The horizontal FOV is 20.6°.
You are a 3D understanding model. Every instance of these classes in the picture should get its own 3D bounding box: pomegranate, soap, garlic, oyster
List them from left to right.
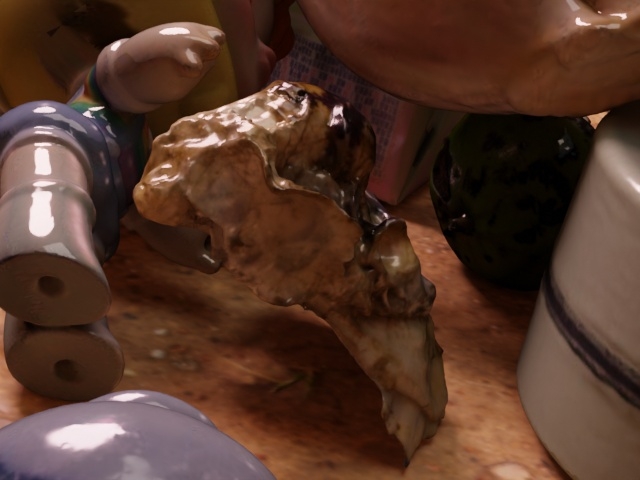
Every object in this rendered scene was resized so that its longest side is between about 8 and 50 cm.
[{"bbox_3d":[0.004,0.003,0.862,0.161,0.107,0.233,41,-3,42],"label":"oyster"},{"bbox_3d":[0.012,-0.148,1.184,0.199,0.182,0.138,21,23,15],"label":"soap"},{"bbox_3d":[0.076,-0.241,0.959,0.231,0.340,0.246,-11,16,7],"label":"garlic"},{"bbox_3d":[0.136,-0.035,1.083,0.122,0.122,0.161,28,36,27],"label":"pomegranate"}]

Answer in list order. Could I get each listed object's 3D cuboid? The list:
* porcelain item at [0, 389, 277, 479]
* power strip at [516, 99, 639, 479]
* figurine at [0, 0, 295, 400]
[{"bbox_3d":[-0.073,0.148,0.566,0.141,0.141,0.259,12,32,-6],"label":"porcelain item"},{"bbox_3d":[0.290,0.054,0.932,0.357,0.161,0.357,12,23,-5],"label":"power strip"},{"bbox_3d":[-0.127,-0.093,0.945,0.205,0.225,0.382,-2,26,7],"label":"figurine"}]
